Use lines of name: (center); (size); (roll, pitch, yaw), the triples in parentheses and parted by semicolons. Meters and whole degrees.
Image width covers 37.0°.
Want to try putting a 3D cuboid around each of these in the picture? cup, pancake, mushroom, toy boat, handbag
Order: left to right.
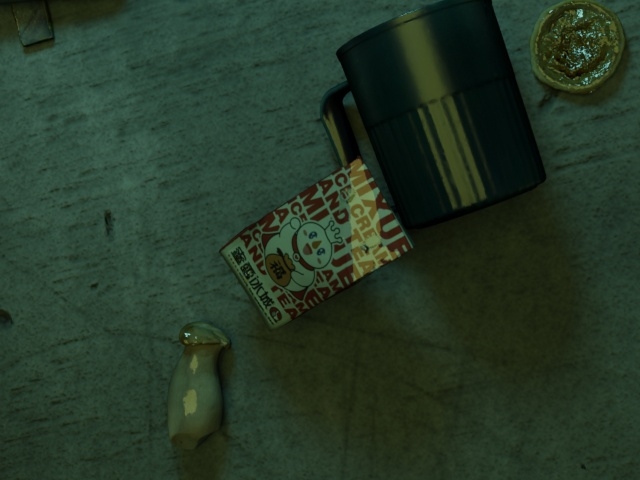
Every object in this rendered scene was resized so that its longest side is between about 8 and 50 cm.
toy boat: (-0.499, -0.396, 1.645); (0.063, 0.016, 0.115); (-13, 91, 9)
mushroom: (-0.204, 0.243, 1.588); (0.096, 0.088, 0.213); (10, 88, 0)
handbag: (0.000, 0.000, 1.443); (0.298, 0.151, 0.171); (-35, 86, 45)
cup: (0.156, -0.174, 1.424); (0.307, 0.242, 0.292); (-21, 91, 8)
pancake: (0.397, -0.300, 1.479); (0.151, 0.025, 0.152); (0, 92, 10)

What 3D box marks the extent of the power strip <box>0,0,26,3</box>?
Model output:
power strip: (-0.463, -0.446, 1.605); (0.272, 0.052, 0.078); (-5, 91, 5)
